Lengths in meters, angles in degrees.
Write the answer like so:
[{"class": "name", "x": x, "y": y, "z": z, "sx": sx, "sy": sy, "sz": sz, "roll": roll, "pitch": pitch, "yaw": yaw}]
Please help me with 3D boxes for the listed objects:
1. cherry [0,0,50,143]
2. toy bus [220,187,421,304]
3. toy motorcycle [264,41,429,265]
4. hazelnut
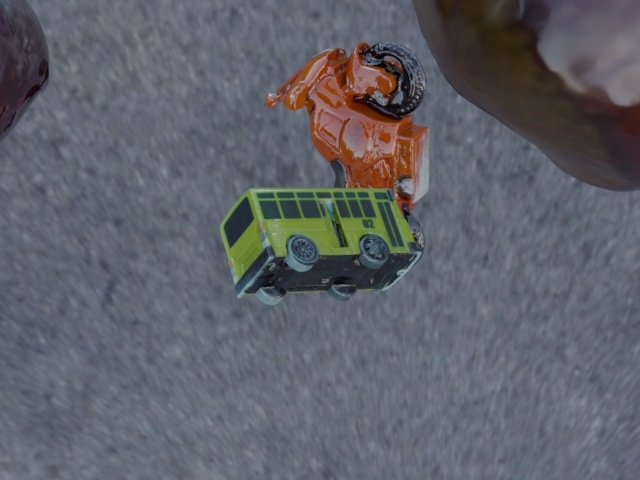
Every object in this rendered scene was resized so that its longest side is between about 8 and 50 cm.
[{"class": "cherry", "x": -0.285, "y": -0.134, "z": 1.077, "sx": 0.195, "sy": 0.195, "sz": 0.195, "roll": -1, "pitch": 74, "yaw": 3}, {"class": "toy bus", "x": 0.000, "y": 0.000, "z": 1.508, "sx": 0.175, "sy": 0.088, "sz": 0.101, "roll": -2, "pitch": 59, "yaw": -32}, {"class": "toy motorcycle", "x": 0.034, "y": -0.107, "z": 1.963, "sx": 0.221, "sy": 0.325, "sz": 0.148, "roll": 16, "pitch": 32, "yaw": 29}, {"class": "hazelnut", "x": 0.157, "y": -0.155, "z": 0.862, "sx": 0.217, "sy": 0.217, "sz": 0.251, "roll": -37, "pitch": 83, "yaw": -7}]
